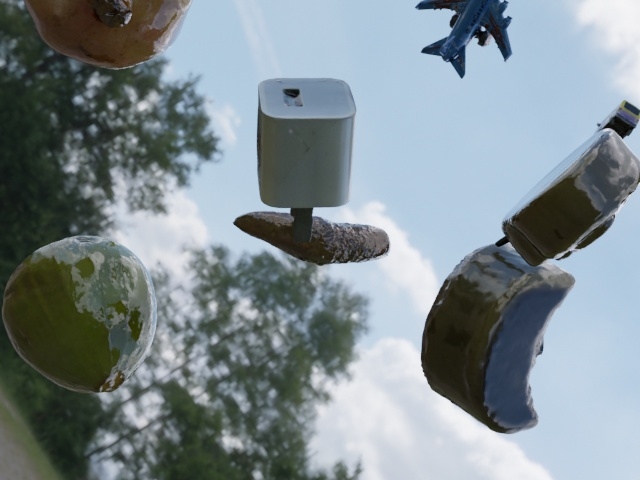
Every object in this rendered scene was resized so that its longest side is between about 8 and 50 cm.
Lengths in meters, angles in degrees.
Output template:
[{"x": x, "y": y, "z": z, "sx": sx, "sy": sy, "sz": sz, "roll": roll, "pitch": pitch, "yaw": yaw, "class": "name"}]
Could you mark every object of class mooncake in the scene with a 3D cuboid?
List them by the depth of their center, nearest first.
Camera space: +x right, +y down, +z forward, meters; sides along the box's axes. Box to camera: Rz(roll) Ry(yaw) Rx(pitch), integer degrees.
[{"x": 0.386, "y": -0.061, "z": 1.511, "sx": 0.117, "sy": 0.235, "sz": 0.235, "roll": 49, "pitch": -18, "yaw": 5, "class": "mooncake"}, {"x": 0.414, "y": 0.213, "z": 2.307, "sx": 0.246, "sy": 0.394, "sz": 0.393, "roll": 26, "pitch": -26, "yaw": 43, "class": "mooncake"}]

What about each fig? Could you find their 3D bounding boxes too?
[{"x": -0.496, "y": 0.167, "z": 2.142, "sx": 0.343, "sy": 0.343, "sz": 0.343, "roll": 50, "pitch": -18, "yaw": 24, "class": "fig"}]

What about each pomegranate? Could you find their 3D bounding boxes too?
[{"x": -0.392, "y": -0.474, "z": 1.846, "sx": 0.338, "sy": 0.338, "sz": 0.338, "roll": 50, "pitch": -18, "yaw": 24, "class": "pomegranate"}]

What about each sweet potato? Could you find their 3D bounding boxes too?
[{"x": 0.003, "y": 0.001, "z": 1.917, "sx": 0.114, "sy": 0.341, "sz": 0.092, "roll": 31, "pitch": -71, "yaw": 60, "class": "sweet potato"}]

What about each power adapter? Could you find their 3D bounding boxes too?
[{"x": -0.023, "y": -0.100, "z": 1.349, "sx": 0.130, "sy": 0.125, "sz": 0.205, "roll": -103, "pitch": -167, "yaw": -58, "class": "power adapter"}]

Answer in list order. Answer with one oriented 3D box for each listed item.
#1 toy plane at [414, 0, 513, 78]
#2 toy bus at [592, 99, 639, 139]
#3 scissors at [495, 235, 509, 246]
[{"x": 0.342, "y": -0.499, "z": 2.209, "sx": 0.254, "sy": 0.271, "sz": 0.105, "roll": 38, "pitch": 5, "yaw": 24, "class": "toy plane"}, {"x": 0.567, "y": -0.220, "z": 1.930, "sx": 0.052, "sy": 0.058, "sz": 0.102, "roll": 34, "pitch": -27, "yaw": 1, "class": "toy bus"}, {"x": 0.477, "y": -0.042, "z": 2.206, "sx": 0.088, "sy": 0.220, "sz": 0.017, "roll": 15, "pitch": 48, "yaw": -53, "class": "scissors"}]
